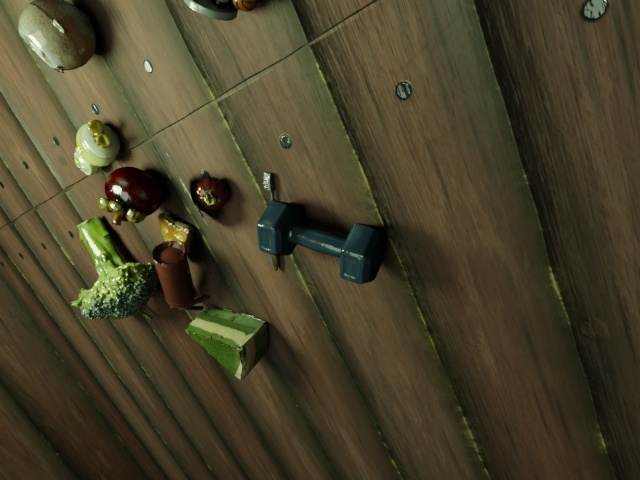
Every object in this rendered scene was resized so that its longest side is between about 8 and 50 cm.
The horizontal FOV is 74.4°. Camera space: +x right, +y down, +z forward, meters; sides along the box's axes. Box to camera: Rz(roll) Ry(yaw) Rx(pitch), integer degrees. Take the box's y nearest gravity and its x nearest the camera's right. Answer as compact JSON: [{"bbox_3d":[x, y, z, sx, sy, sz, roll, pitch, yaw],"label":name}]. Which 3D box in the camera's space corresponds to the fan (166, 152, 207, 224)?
[{"bbox_3d":[-0.387,-0.149,1.206,0.182,0.010,0.310,52,165,25],"label":"fan"}]

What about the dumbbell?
[{"bbox_3d":[0.000,0.000,1.069,0.324,0.160,0.144,18,95,24],"label":"dumbbell"}]

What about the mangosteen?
[{"bbox_3d":[-0.610,-0.137,1.351,0.199,0.200,0.200,17,126,24],"label":"mangosteen"}]

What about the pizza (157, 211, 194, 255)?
[{"bbox_3d":[-0.481,-0.020,1.435,0.161,0.062,0.182,-15,104,46],"label":"pizza"}]

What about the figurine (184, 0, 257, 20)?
[{"bbox_3d":[-0.187,-0.575,0.837,0.175,0.133,0.236,30,134,2],"label":"figurine"}]

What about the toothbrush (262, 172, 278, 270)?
[{"bbox_3d":[-0.137,-0.044,1.212,0.031,0.023,0.322,19,126,31],"label":"toothbrush"}]

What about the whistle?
[{"bbox_3d":[-0.752,-0.580,1.216,0.347,0.189,0.189,12,127,54],"label":"whistle"}]

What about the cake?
[{"bbox_3d":[-0.329,0.364,1.508,0.283,0.158,0.172,10,124,30],"label":"cake"}]

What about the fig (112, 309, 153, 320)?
[{"bbox_3d":[-0.836,0.286,1.809,0.256,0.159,0.159,27,131,-3],"label":"fig"}]

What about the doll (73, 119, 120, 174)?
[{"bbox_3d":[-0.759,-0.294,1.400,0.296,0.117,0.142,-25,100,41],"label":"doll"}]

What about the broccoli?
[{"bbox_3d":[-0.785,0.106,1.616,0.352,0.275,0.398,4,82,-2],"label":"broccoli"}]

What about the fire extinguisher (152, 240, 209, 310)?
[{"bbox_3d":[-0.475,0.148,1.465,0.147,0.107,0.337,-8,139,-12],"label":"fire extinguisher"}]

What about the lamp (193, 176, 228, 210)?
[{"bbox_3d":[-0.319,-0.137,1.230,0.101,0.090,0.101,-6,121,-10],"label":"lamp"}]
